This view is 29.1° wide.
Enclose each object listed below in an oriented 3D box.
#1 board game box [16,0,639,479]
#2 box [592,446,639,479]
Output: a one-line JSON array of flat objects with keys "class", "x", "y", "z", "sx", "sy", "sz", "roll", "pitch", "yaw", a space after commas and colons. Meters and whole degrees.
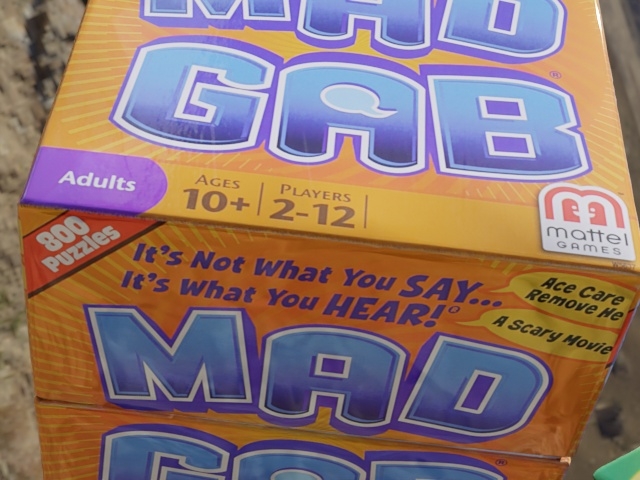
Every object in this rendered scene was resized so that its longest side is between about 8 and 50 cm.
[{"class": "board game box", "x": 0.000, "y": 0.000, "z": 0.923, "sx": 0.356, "sy": 0.356, "sz": 0.356, "roll": 98, "pitch": -2, "yaw": -45}, {"class": "box", "x": 0.183, "y": 0.130, "z": 0.433, "sx": 0.179, "sy": 0.105, "sz": 0.043, "roll": 61, "pitch": 0, "yaw": 41}]
